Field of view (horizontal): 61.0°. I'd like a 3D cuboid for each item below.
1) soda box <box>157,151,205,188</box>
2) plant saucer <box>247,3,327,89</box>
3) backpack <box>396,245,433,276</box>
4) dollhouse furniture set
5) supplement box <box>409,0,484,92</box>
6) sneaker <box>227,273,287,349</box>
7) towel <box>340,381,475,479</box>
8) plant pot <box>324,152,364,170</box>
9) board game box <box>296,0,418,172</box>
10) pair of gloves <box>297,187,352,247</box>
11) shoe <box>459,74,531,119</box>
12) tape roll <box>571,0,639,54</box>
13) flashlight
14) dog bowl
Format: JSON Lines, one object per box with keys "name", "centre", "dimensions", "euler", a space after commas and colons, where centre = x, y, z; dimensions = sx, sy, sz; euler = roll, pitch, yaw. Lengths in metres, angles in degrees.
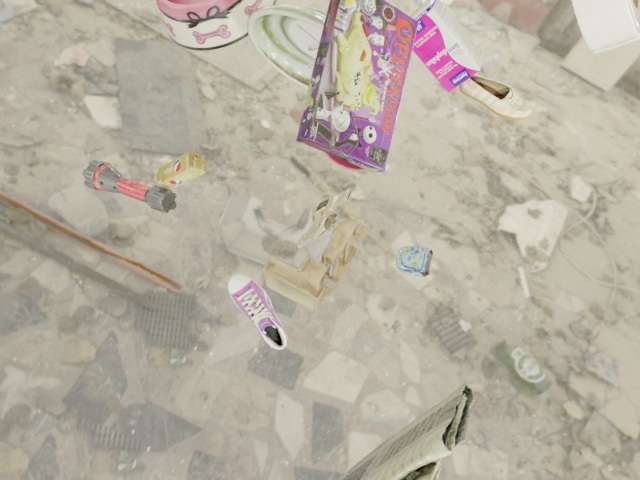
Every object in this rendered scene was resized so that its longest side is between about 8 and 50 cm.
{"name": "soda box", "centre": [-0.435, -0.217, 1.693], "dimensions": [0.061, 0.181, 0.058], "euler": [10, 71, -47]}
{"name": "plant saucer", "centre": [-0.009, -0.545, 1.530], "dimensions": [0.401, 0.400, 0.100], "euler": [26, 81, -3]}
{"name": "backpack", "centre": [0.325, 0.068, 1.911], "dimensions": [0.115, 0.084, 0.104], "euler": [3, 67, 31]}
{"name": "dollhouse furniture set", "centre": [0.000, 0.000, 1.552], "dimensions": [0.174, 0.303, 0.355], "euler": [27, 64, 11]}
{"name": "supplement box", "centre": [0.332, -0.535, 1.479], "dimensions": [0.220, 0.111, 0.113], "euler": [43, 41, -17]}
{"name": "sneaker", "centre": [-0.190, 0.221, 1.705], "dimensions": [0.102, 0.161, 0.282], "euler": [-38, 93, -8]}
{"name": "towel", "centre": [0.120, 0.375, 0.888], "dimensions": [0.056, 0.324, 0.312], "euler": [51, 17, 14]}
{"name": "plant pot", "centre": [0.123, -0.368, 1.852], "dimensions": [0.202, 0.201, 0.180], "euler": [23, 66, -6]}
{"name": "board game box", "centre": [0.083, -0.338, 1.134], "dimensions": [0.208, 0.056, 0.346], "euler": [16, 83, -36]}
{"name": "pair of gloves", "centre": [0.009, -0.087, 2.003], "dimensions": [0.042, 0.204, 0.240], "euler": [43, 49, -19]}
{"name": "shoe", "centre": [0.501, -0.409, 1.540], "dimensions": [0.219, 0.058, 0.076], "euler": [25, 66, 1]}
{"name": "tape roll", "centre": [0.635, -0.567, 1.203], "dimensions": [0.286, 0.100, 0.285], "euler": [14, 72, -49]}
{"name": "flashlight", "centre": [-0.624, -0.176, 1.774], "dimensions": [0.304, 0.103, 0.103], "euler": [20, 34, 16]}
{"name": "dog bowl", "centre": [-0.351, -0.820, 1.752], "dimensions": [0.409, 0.150, 0.407], "euler": [-7, 64, 14]}
